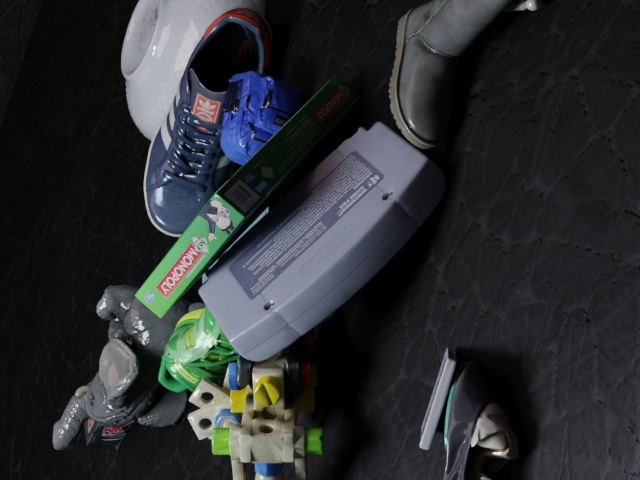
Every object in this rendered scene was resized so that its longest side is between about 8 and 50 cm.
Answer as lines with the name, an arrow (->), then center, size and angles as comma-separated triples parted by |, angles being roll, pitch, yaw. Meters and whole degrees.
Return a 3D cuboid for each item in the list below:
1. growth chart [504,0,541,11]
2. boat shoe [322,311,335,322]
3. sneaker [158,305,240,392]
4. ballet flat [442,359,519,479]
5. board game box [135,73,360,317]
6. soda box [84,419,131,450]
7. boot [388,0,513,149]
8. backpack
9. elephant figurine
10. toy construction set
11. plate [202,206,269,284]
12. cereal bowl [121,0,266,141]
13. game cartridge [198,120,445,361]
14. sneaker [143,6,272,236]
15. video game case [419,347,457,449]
growth chart -> 0.214, -0.348, 1.477 | 0.172, 0.021, 0.237 | 2, 76, 65
boat shoe -> -0.044, 0.029, 1.701 | 0.078, 0.070, 0.219 | -67, 26, 12
sneaker -> -0.127, 0.135, 1.743 | 0.123, 0.109, 0.295 | -61, 10, -27
ballet flat -> 0.143, 0.208, 1.240 | 0.074, 0.074, 0.203 | -17, 54, 60
board game box -> -0.084, -0.058, 1.669 | 0.213, 0.046, 0.317 | -49, 0, 41
soda box -> -0.308, 0.244, 2.118 | 0.169, 0.053, 0.060 | -60, 29, 27
boot -> 0.152, -0.217, 1.440 | 0.208, 0.076, 0.190 | -32, 57, 53
backpack -> -0.082, -0.161, 1.860 | 0.101, 0.098, 0.120 | -3, 72, 59
elephant figurine -> -0.265, 0.196, 1.951 | 0.186, 0.169, 0.239 | 138, 149, -70
toy construction set -> -0.063, 0.214, 1.567 | 0.328, 0.151, 0.215 | -125, 31, -67
plate -> -0.111, 0.007, 1.899 | 0.188, 0.024, 0.188 | -41, 39, 45
cereal bowl -> -0.223, -0.312, 2.186 | 0.339, 0.141, 0.339 | -43, 39, 48
game cartridge -> 0.000, 0.000, 1.528 | 0.294, 0.060, 0.196 | -43, 25, 1
sneaker -> -0.167, -0.171, 1.963 | 0.148, 0.131, 0.350 | -124, 52, -85
video game case -> 0.113, 0.150, 1.318 | 0.122, 0.011, 0.087 | -3, -69, -85
